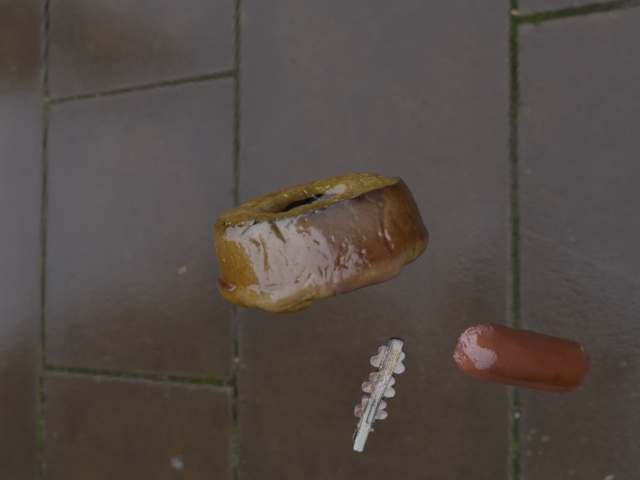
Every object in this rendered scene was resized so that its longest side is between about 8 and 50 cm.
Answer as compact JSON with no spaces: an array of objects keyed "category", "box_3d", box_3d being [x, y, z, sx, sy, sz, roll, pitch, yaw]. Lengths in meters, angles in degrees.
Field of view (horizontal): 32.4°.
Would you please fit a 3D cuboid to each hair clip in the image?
[{"category":"hair clip","box_3d":[0.094,0.247,1.807,0.056,0.062,0.214,-96,24,-73]}]

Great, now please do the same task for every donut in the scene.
[{"category":"donut","box_3d":[0.000,0.000,1.639,0.299,0.317,0.150,-1,107,39]}]

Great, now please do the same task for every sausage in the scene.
[{"category":"sausage","box_3d":[0.264,0.153,1.428,0.077,0.194,0.077,-167,90,-72]}]
